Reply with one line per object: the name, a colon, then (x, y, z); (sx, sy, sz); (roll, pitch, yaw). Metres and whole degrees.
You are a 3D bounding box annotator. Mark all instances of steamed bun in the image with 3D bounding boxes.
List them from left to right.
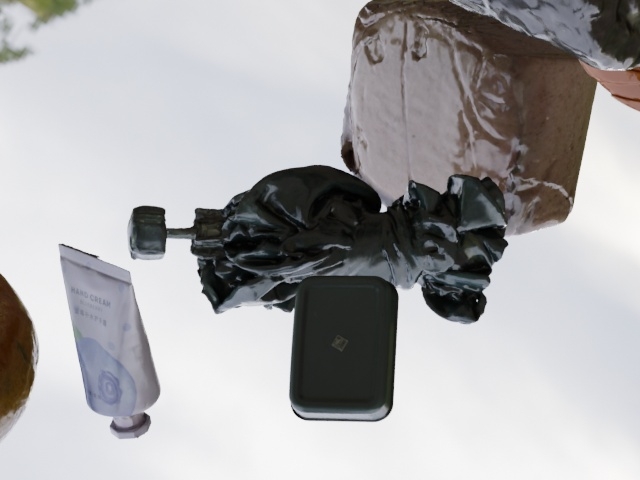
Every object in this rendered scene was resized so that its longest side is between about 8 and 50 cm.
steamed bun: (0.173, -0.144, 1.600); (0.199, 0.251, 0.301); (-16, -150, -34)

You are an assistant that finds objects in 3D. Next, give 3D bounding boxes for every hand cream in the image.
hand cream: (-0.148, 0.075, 1.047); (0.084, 0.142, 0.053); (17, -142, 43)

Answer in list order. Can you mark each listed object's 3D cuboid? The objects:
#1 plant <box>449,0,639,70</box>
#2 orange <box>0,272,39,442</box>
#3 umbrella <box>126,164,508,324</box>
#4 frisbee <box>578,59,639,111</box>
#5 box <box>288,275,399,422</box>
plant: (0.165, -0.246, 1.027); (0.188, 0.199, 0.276); (-18, -134, -34)
orange: (-0.407, 0.127, 1.458); (0.249, 0.183, 0.249); (16, -141, -14)
umbrella: (0.000, 0.003, 1.351); (0.349, 0.143, 0.094); (4, -178, -11)
frisbee: (0.281, -0.185, 1.129); (0.192, 0.192, 0.035); (36, -165, -3)
box: (0.019, 0.090, 1.261); (0.091, 0.126, 0.031); (1, 162, 12)
